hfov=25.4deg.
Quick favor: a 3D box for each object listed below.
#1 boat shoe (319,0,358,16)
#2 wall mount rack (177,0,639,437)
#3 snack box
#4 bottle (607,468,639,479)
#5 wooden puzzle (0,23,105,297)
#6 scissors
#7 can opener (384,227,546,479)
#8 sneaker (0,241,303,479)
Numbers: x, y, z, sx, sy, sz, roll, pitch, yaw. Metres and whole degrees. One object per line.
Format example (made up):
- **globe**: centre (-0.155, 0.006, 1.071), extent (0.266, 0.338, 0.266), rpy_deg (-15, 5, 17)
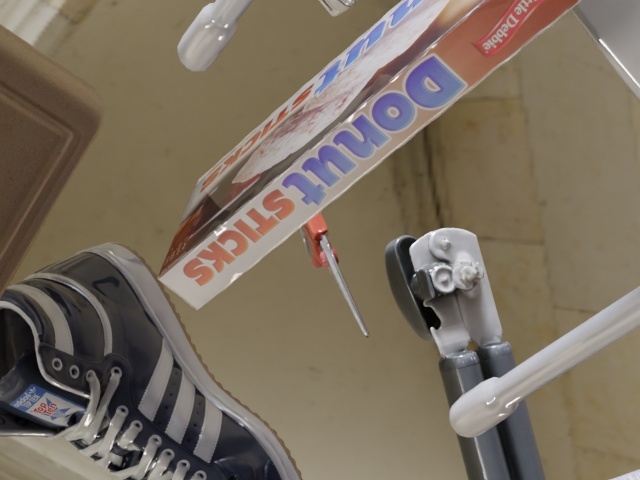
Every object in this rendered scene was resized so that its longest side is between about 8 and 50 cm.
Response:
- **boat shoe**: centre (-0.013, -0.220, 1.132), extent (0.100, 0.035, 0.035), rpy_deg (44, -141, -12)
- **wall mount rack**: centre (0.104, -0.086, 0.539), extent (0.304, 0.130, 0.350), rpy_deg (-37, -95, 12)
- **snack box**: centre (0.015, -0.046, 0.466), extent (0.022, 0.178, 0.064), rpy_deg (41, -147, -17)
- **bottle**: centre (0.245, 0.149, 0.717), extent (0.283, 0.118, 0.092), rpy_deg (-20, -49, 4)
- **wooden puzzle**: centre (-0.263, -0.037, 0.815), extent (0.221, 0.044, 0.238), rpy_deg (34, -102, -36)
- **scissors**: centre (0.000, 0.000, 1.256), extent (0.021, 0.297, 0.109), rpy_deg (-15, -75, -4)
- **can opener**: centre (0.138, 0.122, 1.300), extent (0.074, 0.093, 0.280), rpy_deg (-13, -99, -27)
- **sneaker**: centre (-0.130, 0.134, 0.976), extent (0.282, 0.099, 0.153), rpy_deg (54, -147, 12)
